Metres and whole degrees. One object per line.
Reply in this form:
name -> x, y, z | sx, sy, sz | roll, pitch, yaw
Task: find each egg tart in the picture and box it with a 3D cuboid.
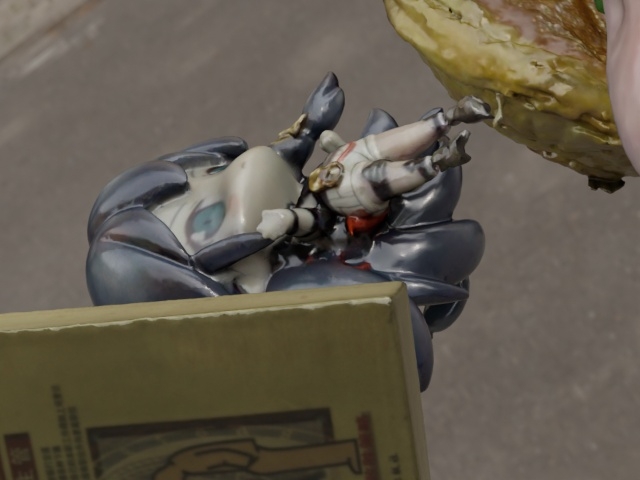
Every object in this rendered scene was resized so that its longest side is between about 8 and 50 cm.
egg tart -> 0.192, -0.150, 1.365 | 0.351, 0.153, 0.339 | 25, 40, 15

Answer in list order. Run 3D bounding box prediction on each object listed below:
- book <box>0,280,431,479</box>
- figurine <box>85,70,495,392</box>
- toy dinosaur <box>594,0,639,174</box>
book -> -0.072, 0.100, 0.710 | 0.230, 0.161, 0.026 | -6, 17, 10
figurine -> -0.014, 0.008, 1.140 | 0.265, 0.197, 0.175 | 3, 16, 27
toy dinosaur -> 0.083, -0.107, 0.426 | 0.194, 0.152, 0.177 | -60, 10, -5
